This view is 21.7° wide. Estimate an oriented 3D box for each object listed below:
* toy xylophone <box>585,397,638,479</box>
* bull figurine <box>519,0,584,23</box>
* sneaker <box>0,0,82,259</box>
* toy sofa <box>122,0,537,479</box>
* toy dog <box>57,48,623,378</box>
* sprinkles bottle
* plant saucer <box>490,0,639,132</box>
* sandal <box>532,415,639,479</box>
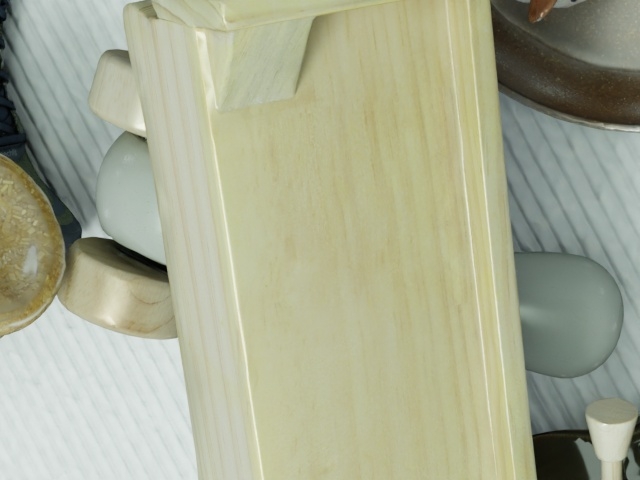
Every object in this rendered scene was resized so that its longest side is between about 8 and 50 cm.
[{"bbox_3d":[0.268,0.183,0.912,0.236,0.081,0.322,-8,112,6],"label":"toy xylophone"},{"bbox_3d":[0.111,-0.258,0.830,0.188,0.101,0.310,-28,110,26],"label":"bull figurine"},{"bbox_3d":[-0.242,-0.114,1.062,0.121,0.111,0.300,-37,89,16],"label":"sneaker"},{"bbox_3d":[0.013,0.027,0.863,0.150,0.177,0.362,-12,105,-18],"label":"toy sofa"},{"bbox_3d":[0.000,0.000,1.000,0.334,0.161,0.220,36,105,-6],"label":"toy dog"},{"bbox_3d":[-0.292,0.064,1.031,0.355,0.121,0.121,-33,88,44],"label":"sprinkles bottle"},{"bbox_3d":[0.184,-0.216,0.932,0.311,0.050,0.310,3,99,18],"label":"plant saucer"},{"bbox_3d":[0.186,0.136,0.989,0.219,0.060,0.090,-25,83,10],"label":"sandal"}]
